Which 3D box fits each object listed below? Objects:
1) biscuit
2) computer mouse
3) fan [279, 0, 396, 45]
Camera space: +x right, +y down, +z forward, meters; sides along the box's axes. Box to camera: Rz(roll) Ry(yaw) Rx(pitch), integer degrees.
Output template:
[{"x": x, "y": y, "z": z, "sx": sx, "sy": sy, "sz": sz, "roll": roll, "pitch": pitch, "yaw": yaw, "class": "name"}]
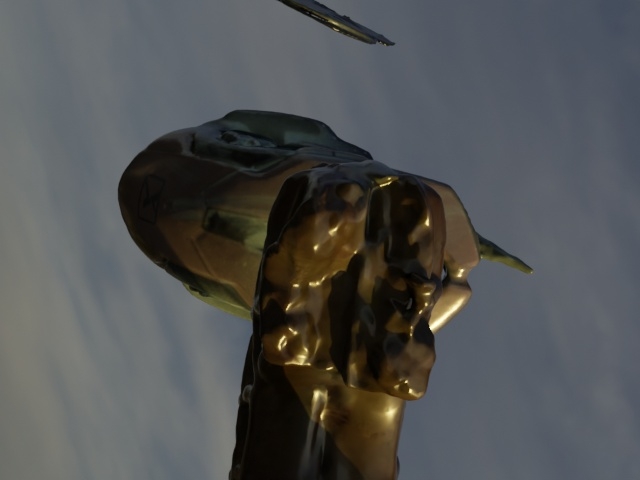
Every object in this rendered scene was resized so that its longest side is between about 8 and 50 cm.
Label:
[{"x": 0.001, "y": 0.138, "z": 1.005, "sx": 0.268, "sy": 0.115, "sz": 0.366, "roll": 120, "pitch": -23, "yaw": -78, "class": "biscuit"}, {"x": -0.002, "y": 0.001, "z": 1.465, "sx": 0.115, "sy": 0.389, "sz": 0.199, "roll": -50, "pitch": 153, "yaw": -75, "class": "computer mouse"}, {"x": -0.031, "y": -0.169, "z": 1.111, "sx": 0.152, "sy": 0.008, "sz": 0.226, "roll": 29, "pitch": 11, "yaw": 9, "class": "fan"}]
